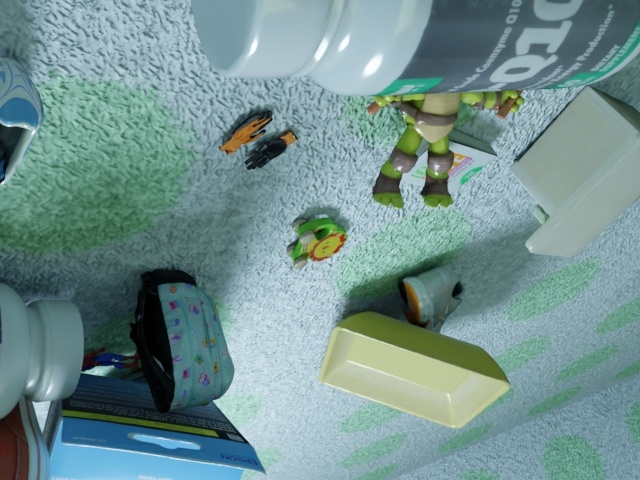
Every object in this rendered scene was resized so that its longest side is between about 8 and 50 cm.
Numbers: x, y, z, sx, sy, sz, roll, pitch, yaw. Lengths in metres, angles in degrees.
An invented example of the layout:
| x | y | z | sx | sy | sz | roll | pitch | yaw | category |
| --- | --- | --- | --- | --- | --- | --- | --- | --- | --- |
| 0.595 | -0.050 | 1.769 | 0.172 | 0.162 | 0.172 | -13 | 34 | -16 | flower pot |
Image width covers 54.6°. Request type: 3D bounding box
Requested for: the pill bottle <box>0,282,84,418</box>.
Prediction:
| x | y | z | sx | sy | sz | roll | pitch | yaw | category |
| --- | --- | --- | --- | --- | --- | --- | --- | --- | --- |
| -0.435 | 0.126 | 0.691 | 0.302 | 0.169 | 0.169 | 5 | 137 | -40 | pill bottle |

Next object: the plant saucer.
| x | y | z | sx | sy | sz | roll | pitch | yaw | category |
| --- | --- | --- | --- | --- | --- | --- | --- | --- | --- |
| 0.176 | 0.255 | 1.256 | 0.333 | 0.081 | 0.333 | 18 | 150 | 4 | plant saucer |

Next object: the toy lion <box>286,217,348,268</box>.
| x | y | z | sx | sy | sz | roll | pitch | yaw | category |
| --- | --- | --- | --- | --- | --- | --- | --- | --- | --- |
| 0.000 | 0.000 | 0.942 | 0.096 | 0.034 | 0.100 | -18 | 148 | -24 | toy lion |

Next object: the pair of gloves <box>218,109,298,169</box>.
| x | y | z | sx | sy | sz | roll | pitch | yaw | category |
| --- | --- | --- | --- | --- | --- | --- | --- | --- | --- |
| -0.073 | -0.117 | 0.733 | 0.074 | 0.010 | 0.083 | -35 | 150 | 13 | pair of gloves |

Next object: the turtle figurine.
| x | y | z | sx | sy | sz | roll | pitch | yaw | category |
| --- | --- | --- | --- | --- | --- | --- | --- | --- | --- |
| 0.122 | -0.146 | 0.748 | 0.270 | 0.087 | 0.217 | -8 | 128 | -29 | turtle figurine |

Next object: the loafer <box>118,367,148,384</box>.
| x | y | z | sx | sy | sz | roll | pitch | yaw | category |
| --- | --- | --- | --- | --- | --- | --- | --- | --- | --- |
| -0.343 | 0.274 | 1.084 | 0.268 | 0.084 | 0.096 | -29 | 118 | -1 | loafer |

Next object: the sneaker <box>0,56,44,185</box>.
| x | y | z | sx | sy | sz | roll | pitch | yaw | category |
| --- | --- | --- | --- | --- | --- | --- | --- | --- | --- |
| -0.331 | -0.062 | 0.565 | 0.237 | 0.086 | 0.085 | -42 | 147 | 28 | sneaker |

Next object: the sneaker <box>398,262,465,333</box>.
| x | y | z | sx | sy | sz | roll | pitch | yaw | category |
| --- | --- | --- | --- | --- | --- | --- | --- | --- | --- |
| 0.237 | 0.135 | 1.247 | 0.121 | 0.099 | 0.262 | -27 | 150 | -5 | sneaker |

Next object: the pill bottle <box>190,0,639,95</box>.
| x | y | z | sx | sy | sz | roll | pitch | yaw | category |
| --- | --- | --- | --- | --- | --- | --- | --- | --- | --- |
| 0.090 | -0.223 | 0.504 | 0.361 | 0.204 | 0.204 | -8 | 145 | -25 | pill bottle |

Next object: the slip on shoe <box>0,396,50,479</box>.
| x | y | z | sx | sy | sz | roll | pitch | yaw | category |
| --- | --- | --- | --- | --- | --- | --- | --- | --- | --- |
| -0.431 | 0.250 | 0.789 | 0.101 | 0.331 | 0.123 | 14 | 93 | -36 | slip on shoe |

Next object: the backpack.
| x | y | z | sx | sy | sz | roll | pitch | yaw | category |
| --- | --- | --- | --- | --- | --- | --- | --- | --- | --- |
| -0.197 | 0.146 | 0.873 | 0.115 | 0.182 | 0.152 | -9 | 144 | -25 | backpack |

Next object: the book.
| x | y | z | sx | sy | sz | roll | pitch | yaw | category |
| --- | --- | --- | --- | --- | --- | --- | --- | --- | --- |
| 0.176 | -0.114 | 0.895 | 0.144 | 0.035 | 0.096 | 7 | 140 | -43 | book |

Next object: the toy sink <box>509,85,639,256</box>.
| x | y | z | sx | sy | sz | roll | pitch | yaw | category |
| --- | --- | --- | --- | --- | --- | --- | --- | --- | --- |
| 0.405 | -0.102 | 0.974 | 0.153 | 0.131 | 0.234 | 5 | 133 | -39 | toy sink |

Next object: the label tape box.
| x | y | z | sx | sy | sz | roll | pitch | yaw | category |
| --- | --- | --- | --- | --- | --- | --- | --- | --- | --- |
| -0.249 | 0.287 | 0.865 | 0.249 | 0.115 | 0.348 | 16 | 177 | -23 | label tape box |

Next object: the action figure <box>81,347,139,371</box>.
| x | y | z | sx | sy | sz | roll | pitch | yaw | category |
| --- | --- | --- | --- | --- | --- | --- | --- | --- | --- |
| -0.348 | 0.189 | 0.980 | 0.115 | 0.030 | 0.038 | -1 | 136 | -26 | action figure |
